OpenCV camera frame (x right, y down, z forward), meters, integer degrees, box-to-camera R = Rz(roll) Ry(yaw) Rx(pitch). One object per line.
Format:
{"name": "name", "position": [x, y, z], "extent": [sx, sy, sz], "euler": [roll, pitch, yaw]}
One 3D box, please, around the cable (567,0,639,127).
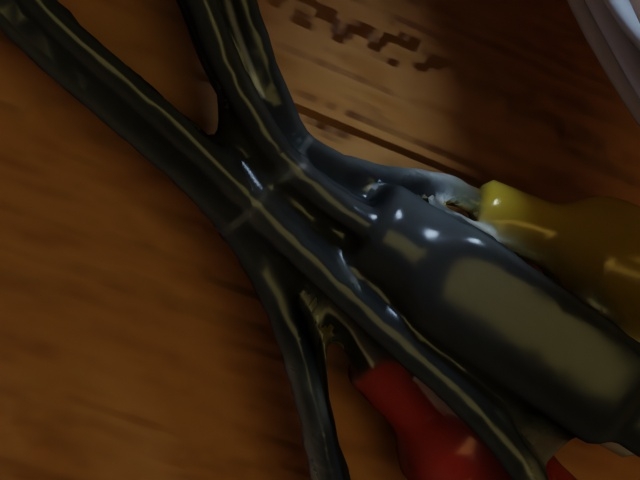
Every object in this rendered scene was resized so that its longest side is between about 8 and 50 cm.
{"name": "cable", "position": [0.077, -0.108, 0.372], "extent": [0.089, 0.257, 0.257], "euler": [-27, 78, 7]}

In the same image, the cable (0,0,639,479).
{"name": "cable", "position": [0.000, 0.000, 0.472], "extent": [0.287, 0.072, 0.139], "euler": [38, 94, -11]}
